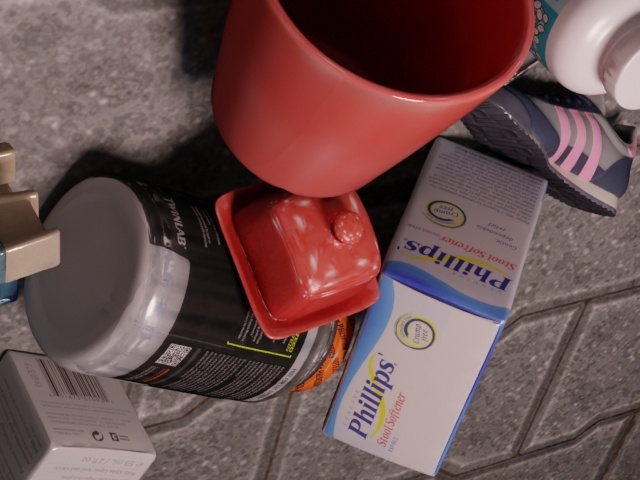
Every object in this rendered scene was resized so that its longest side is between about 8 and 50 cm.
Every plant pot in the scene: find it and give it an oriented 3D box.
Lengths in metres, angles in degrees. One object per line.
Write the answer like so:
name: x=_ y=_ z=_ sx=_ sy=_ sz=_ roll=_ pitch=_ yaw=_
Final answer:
plant pot: x=0.024 y=-0.181 z=1.424 sx=0.275 sy=0.275 sz=0.243 roll=-11 pitch=159 yaw=-30

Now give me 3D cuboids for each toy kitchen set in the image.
toy kitchen set: x=-0.335 y=0.031 z=1.454 sx=0.122 sy=0.166 sz=0.207 roll=-16 pitch=139 yaw=-25

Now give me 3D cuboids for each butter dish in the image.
butter dish: x=0.000 y=0.000 z=1.516 sx=0.160 sy=0.160 sz=0.118 roll=-18 pitch=175 yaw=-35

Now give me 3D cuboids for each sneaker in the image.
sneaker: x=0.279 y=-0.145 z=1.827 sx=0.319 sy=0.112 sz=0.131 roll=33 pitch=79 yaw=-47

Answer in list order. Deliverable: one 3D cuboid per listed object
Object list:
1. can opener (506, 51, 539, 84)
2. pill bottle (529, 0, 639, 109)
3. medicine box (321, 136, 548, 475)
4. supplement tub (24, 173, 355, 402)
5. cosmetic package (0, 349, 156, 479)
can opener: x=0.125 y=-0.162 z=1.666 sx=0.280 sy=0.074 sz=0.093 roll=-35 pitch=175 yaw=8
pill bottle: x=0.262 y=-0.248 z=1.535 sx=0.146 sy=0.264 sz=0.146 roll=-22 pitch=141 yaw=-19
medicine box: x=0.135 y=0.075 z=1.768 sx=0.289 sy=0.149 sz=0.263 roll=-65 pitch=174 yaw=-50
supplement tub: x=-0.129 y=0.062 z=1.618 sx=0.338 sy=0.207 sz=0.207 roll=18 pitch=118 yaw=-47
cosmetic package: x=-0.316 y=0.247 z=1.720 sx=0.151 sy=0.151 sz=0.183 roll=13 pitch=123 yaw=-44
